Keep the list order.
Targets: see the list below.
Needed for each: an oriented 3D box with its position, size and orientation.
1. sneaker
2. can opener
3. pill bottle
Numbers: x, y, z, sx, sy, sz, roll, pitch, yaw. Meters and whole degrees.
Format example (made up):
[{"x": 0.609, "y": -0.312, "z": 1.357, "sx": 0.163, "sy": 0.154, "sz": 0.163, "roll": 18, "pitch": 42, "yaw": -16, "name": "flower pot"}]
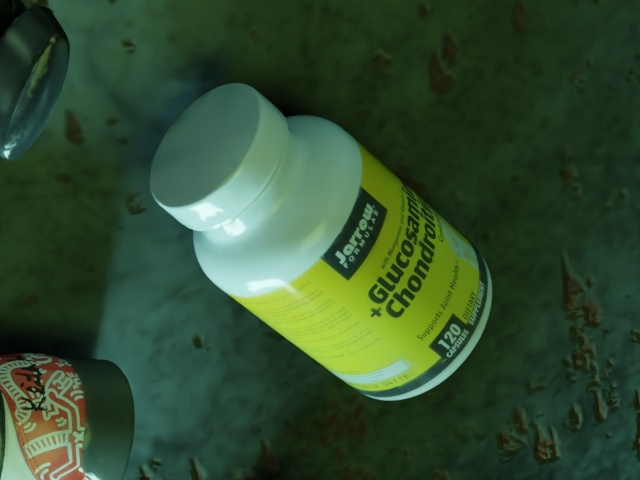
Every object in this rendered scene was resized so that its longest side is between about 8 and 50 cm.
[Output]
[{"x": -0.198, "y": 0.182, "z": 0.914, "sx": 0.145, "sy": 0.090, "sz": 0.270, "roll": 6, "pitch": 110, "yaw": -28, "name": "sneaker"}, {"x": -0.185, "y": -0.041, "z": 0.820, "sx": 0.059, "sy": 0.073, "sz": 0.186, "roll": 17, "pitch": 117, "yaw": -41, "name": "can opener"}, {"x": 0.000, "y": 0.000, "z": 0.906, "sx": 0.103, "sy": 0.103, "sz": 0.184, "roll": -48, "pitch": 127, "yaw": 4, "name": "pill bottle"}]
